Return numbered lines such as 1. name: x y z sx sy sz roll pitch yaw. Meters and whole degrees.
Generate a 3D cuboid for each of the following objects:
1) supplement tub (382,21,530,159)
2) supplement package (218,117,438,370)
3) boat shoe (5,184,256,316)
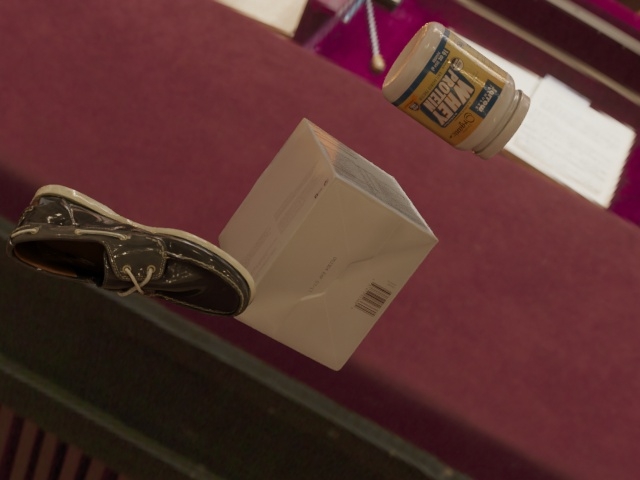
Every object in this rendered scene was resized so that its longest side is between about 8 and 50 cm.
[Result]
1. supplement tub: 0.212 -0.231 1.509 0.200 0.144 0.144 33 42 -10
2. supplement package: 0.000 0.000 1.121 0.149 0.194 0.203 31 16 -22
3. boat shoe: -0.177 0.027 0.905 0.233 0.084 0.079 21 38 0
